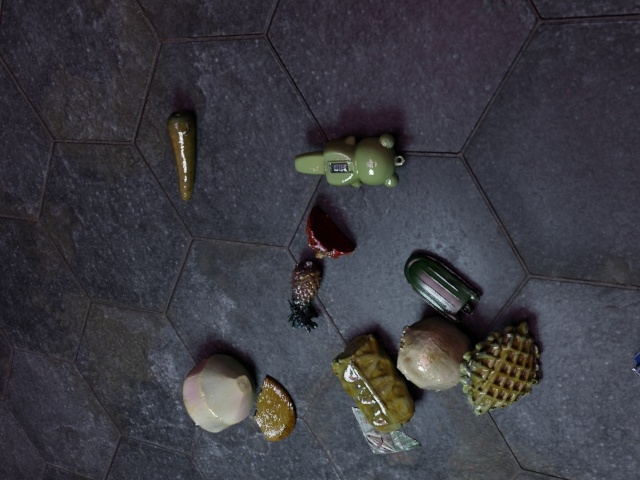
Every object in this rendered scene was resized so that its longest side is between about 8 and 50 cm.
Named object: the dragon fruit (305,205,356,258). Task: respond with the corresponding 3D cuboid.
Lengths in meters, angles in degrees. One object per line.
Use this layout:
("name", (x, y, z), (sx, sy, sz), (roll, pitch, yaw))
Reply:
("dragon fruit", (0.000, 0.000, 1.753), (0.162, 0.106, 0.083), (50, 126, -3))

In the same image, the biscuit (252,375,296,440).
("biscuit", (-0.156, 0.537, 2.119), (0.176, 0.031, 0.228), (-13, 105, 31))

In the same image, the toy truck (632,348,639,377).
("toy truck", (0.807, 0.221, 1.401), (0.155, 0.124, 0.268), (41, 126, 13))

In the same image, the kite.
("kite", (0.192, 0.540, 1.945), (0.229, 0.012, 0.250), (28, 120, 14))

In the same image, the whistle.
("whistle", (0.069, -0.192, 1.628), (0.288, 0.106, 0.131), (2, 114, 27))

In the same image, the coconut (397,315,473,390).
("coconut", (0.281, 0.282, 1.684), (0.194, 0.194, 0.194), (11, 116, 24))

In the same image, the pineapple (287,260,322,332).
("pineapple", (-0.040, 0.151, 1.854), (0.103, 0.083, 0.221), (20, 122, 21))

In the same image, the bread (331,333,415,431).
("bread", (0.152, 0.400, 1.833), (0.152, 0.130, 0.267), (-33, 93, 26))

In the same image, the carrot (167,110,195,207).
("carrot", (-0.384, -0.222, 1.894), (0.078, 0.078, 0.298), (16, 124, 22))

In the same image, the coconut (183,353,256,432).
("coconut", (-0.314, 0.474, 2.079), (0.237, 0.197, 0.236), (14, 116, 29))

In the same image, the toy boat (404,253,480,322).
("toy boat", (0.298, 0.116, 1.673), (0.210, 0.052, 0.104), (39, 108, 9))

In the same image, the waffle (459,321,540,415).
("waffle", (0.439, 0.314, 1.621), (0.214, 0.054, 0.207), (-23, 115, -10))
